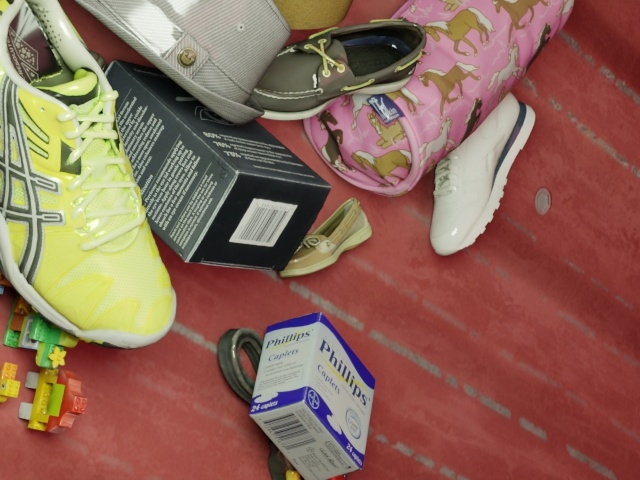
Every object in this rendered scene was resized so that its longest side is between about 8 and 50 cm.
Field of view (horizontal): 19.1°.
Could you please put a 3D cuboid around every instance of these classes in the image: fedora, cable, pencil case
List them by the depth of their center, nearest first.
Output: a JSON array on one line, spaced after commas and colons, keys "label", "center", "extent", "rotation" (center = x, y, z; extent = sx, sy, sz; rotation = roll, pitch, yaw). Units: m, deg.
[{"label": "fedora", "center": [-0.132, -0.236, 1.819], "extent": [0.275, 0.243, 0.124], "rotation": [40, 98, -16]}, {"label": "cable", "center": [-0.024, 0.214, 2.118], "extent": [0.139, 0.072, 0.287], "rotation": [-36, 118, -46]}, {"label": "pencil case", "center": [0.145, -0.220, 2.206], "extent": [0.386, 0.160, 0.167], "rotation": [-45, 152, -35]}]

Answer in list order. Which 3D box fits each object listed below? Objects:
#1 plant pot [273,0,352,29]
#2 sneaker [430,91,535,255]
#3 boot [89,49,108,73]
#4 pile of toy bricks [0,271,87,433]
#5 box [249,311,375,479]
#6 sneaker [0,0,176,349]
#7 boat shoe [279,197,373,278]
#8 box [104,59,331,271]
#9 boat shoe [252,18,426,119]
[{"label": "plant pot", "center": [-0.023, -0.357, 1.982], "extent": [0.237, 0.237, 0.254], "rotation": [-21, 121, -44]}, {"label": "sneaker", "center": [0.174, -0.091, 2.311], "extent": [0.095, 0.090, 0.235], "rotation": [36, 63, -29]}, {"label": "boot", "center": [-0.249, -0.137, 1.874], "extent": [0.118, 0.042, 0.087], "rotation": [-59, 143, -11]}, {"label": "pile of toy bricks", "center": [-0.260, 0.075, 1.827], "extent": [0.118, 0.105, 0.212], "rotation": [19, 79, -46]}, {"label": "box", "center": [-0.006, 0.170, 2.069], "extent": [0.126, 0.072, 0.137], "rotation": [53, 31, -33]}, {"label": "sneaker", "center": [-0.240, -0.073, 1.735], "extent": [0.145, 0.147, 0.384], "rotation": [-33, 97, -36]}, {"label": "boat shoe", "center": [0.002, 0.000, 2.144], "extent": [0.153, 0.056, 0.048], "rotation": [-31, 106, -43]}, {"label": "box", "center": [-0.120, -0.073, 1.869], "extent": [0.153, 0.207, 0.108], "rotation": [8, 118, -52]}, {"label": "boat shoe", "center": [0.012, -0.186, 1.989], "extent": [0.228, 0.068, 0.081], "rotation": [-17, 67, -34]}]
